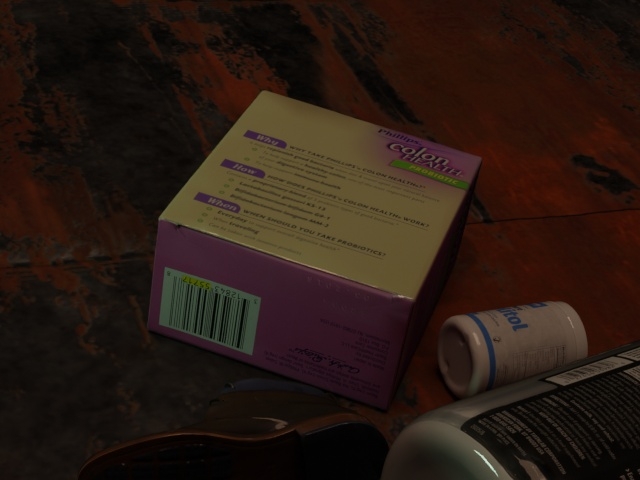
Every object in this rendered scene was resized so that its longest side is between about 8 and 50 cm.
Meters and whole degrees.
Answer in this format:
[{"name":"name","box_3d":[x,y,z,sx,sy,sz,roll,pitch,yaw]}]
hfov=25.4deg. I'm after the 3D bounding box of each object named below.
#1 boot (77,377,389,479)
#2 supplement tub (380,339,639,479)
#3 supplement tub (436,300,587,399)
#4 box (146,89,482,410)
[{"name":"boot","box_3d":[-0.069,0.153,1.028,0.219,0.082,0.106,-3,15,-14]},{"name":"supplement tub","box_3d":[0.214,0.169,0.956,0.316,0.194,0.193,-13,41,-32]},{"name":"supplement tub","box_3d":[0.156,0.090,1.164,0.107,0.071,0.071,-8,38,-25]},{"name":"box","box_3d":[0.000,0.000,1.208,0.213,0.117,0.243,17,35,10]}]
